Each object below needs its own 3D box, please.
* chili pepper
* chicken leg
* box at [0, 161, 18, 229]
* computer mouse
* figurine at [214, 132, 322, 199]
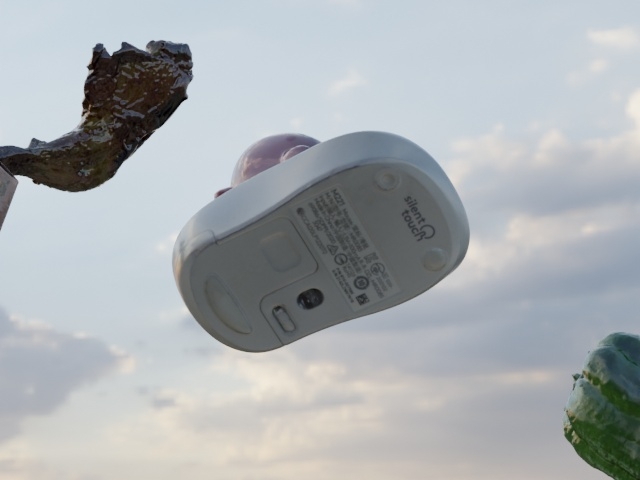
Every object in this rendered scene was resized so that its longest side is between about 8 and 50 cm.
[{"bbox_3d":[0.497,0.258,1.918,0.385,0.213,0.167,29,-29,25],"label":"chili pepper"},{"bbox_3d":[-0.283,-0.150,1.839,0.083,0.322,0.177,35,-16,34],"label":"chicken leg"},{"bbox_3d":[-0.394,-0.017,1.531,0.111,0.156,0.060,7,-21,25],"label":"box"},{"bbox_3d":[0.000,0.000,1.442,0.297,0.184,0.121,-30,20,16],"label":"computer mouse"},{"bbox_3d":[-0.047,-0.077,2.121,0.173,0.173,0.173,-2,-12,-1],"label":"figurine"}]
